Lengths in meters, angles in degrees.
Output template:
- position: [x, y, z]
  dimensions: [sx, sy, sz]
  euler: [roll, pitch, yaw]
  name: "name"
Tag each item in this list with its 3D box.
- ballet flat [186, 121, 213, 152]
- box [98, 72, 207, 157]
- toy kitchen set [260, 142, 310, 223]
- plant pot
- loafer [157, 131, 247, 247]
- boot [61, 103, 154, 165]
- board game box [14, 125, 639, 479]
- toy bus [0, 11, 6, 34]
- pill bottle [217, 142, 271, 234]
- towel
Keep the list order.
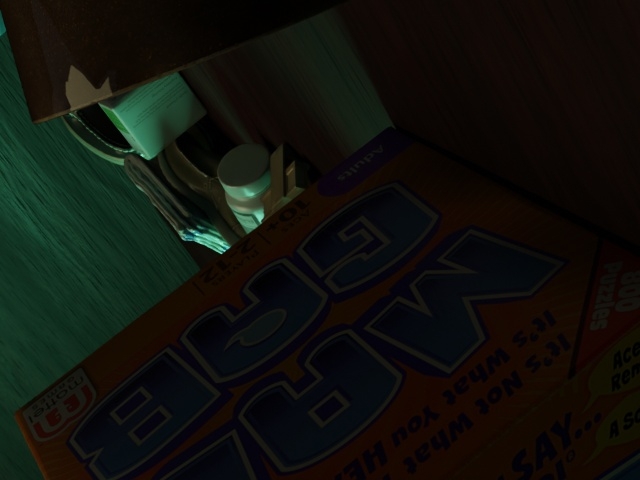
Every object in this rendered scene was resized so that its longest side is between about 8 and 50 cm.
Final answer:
- position: [-0.194, -0.115, 1.914]
  dimensions: [0.080, 0.073, 0.232]
  euler: [51, 172, 11]
  name: "ballet flat"
- position: [-0.221, -0.176, 1.708]
  dimensions: [0.087, 0.102, 0.101]
  euler: [53, 170, -21]
  name: "box"
- position: [-0.016, -0.059, 1.395]
  dimensions: [0.083, 0.075, 0.068]
  euler: [-44, 41, 50]
  name: "toy kitchen set"
- position: [-0.103, -0.211, 0.714]
  dimensions: [0.230, 0.215, 0.215]
  euler: [68, 168, -10]
  name: "plant pot"
- position: [-0.119, -0.071, 1.699]
  dimensions: [0.251, 0.087, 0.094]
  euler: [46, -161, 29]
  name: "loafer"
- position: [-0.387, -0.302, 1.965]
  dimensions: [0.377, 0.138, 0.284]
  euler: [54, 173, 23]
  name: "boot"
- position: [0.071, 0.200, 0.892]
  dimensions: [0.356, 0.356, 0.356]
  euler: [57, 170, -29]
  name: "board game box"
- position: [-0.265, -0.280, 1.474]
  dimensions: [0.191, 0.202, 0.104]
  euler: [47, -156, -16]
  name: "toy bus"
- position: [-0.064, -0.045, 1.510]
  dimensions: [0.078, 0.078, 0.137]
  euler: [44, 168, 41]
  name: "pill bottle"
- position: [-0.134, -0.018, 1.810]
  dimensions: [0.285, 0.034, 0.209]
  euler: [28, -168, -46]
  name: "towel"
